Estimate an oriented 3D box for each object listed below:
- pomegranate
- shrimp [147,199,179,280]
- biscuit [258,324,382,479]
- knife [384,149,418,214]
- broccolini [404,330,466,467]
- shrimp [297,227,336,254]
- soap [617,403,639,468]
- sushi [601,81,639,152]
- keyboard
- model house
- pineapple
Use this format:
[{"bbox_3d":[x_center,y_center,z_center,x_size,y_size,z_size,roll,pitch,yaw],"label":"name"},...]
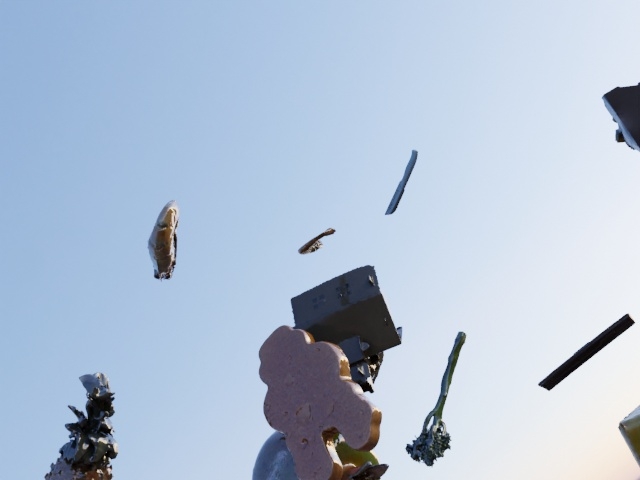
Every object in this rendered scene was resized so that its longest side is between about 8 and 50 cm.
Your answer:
[{"bbox_3d":[0.024,0.513,1.973,0.290,0.323,0.291,-1,-89,-58],"label":"pomegranate"},{"bbox_3d":[-0.362,0.010,2.164,0.267,0.061,0.145,96,-176,-50],"label":"shrimp"},{"bbox_3d":[-0.015,0.290,1.697,0.202,0.334,0.047,-49,-43,12],"label":"biscuit"},{"bbox_3d":[0.206,-0.141,2.327,0.015,0.028,0.210,-8,-47,-35],"label":"knife"},{"bbox_3d":[0.214,0.272,1.624,0.057,0.071,0.254,116,173,-68],"label":"broccolini"},{"bbox_3d":[0.000,0.000,1.837,0.083,0.023,0.114,-37,-9,19],"label":"shrimp"},{"bbox_3d":[0.757,0.433,1.791,0.156,0.335,0.293,-35,-10,37],"label":"soap"},{"bbox_3d":[0.641,-0.237,1.757,0.172,0.153,0.150,-31,-11,2],"label":"sushi"},{"bbox_3d":[0.361,0.153,1.256,0.155,0.010,0.053,-41,-30,10],"label":"keyboard"},{"bbox_3d":[0.070,0.224,1.899,0.211,0.243,0.204,-24,-45,11],"label":"model house"},{"bbox_3d":[-0.464,0.419,1.829,0.170,0.141,0.310,-9,-69,-82],"label":"pineapple"}]
